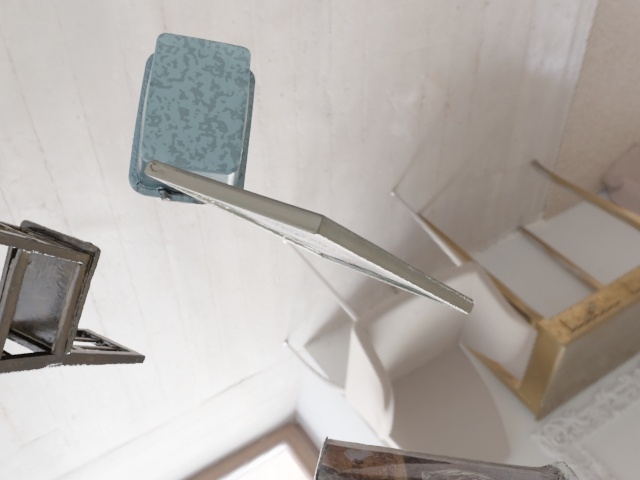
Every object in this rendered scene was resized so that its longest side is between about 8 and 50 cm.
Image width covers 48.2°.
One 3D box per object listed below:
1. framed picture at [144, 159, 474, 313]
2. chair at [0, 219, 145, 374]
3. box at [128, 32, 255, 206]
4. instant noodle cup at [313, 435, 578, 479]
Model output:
[{"bbox_3d":[0.000,0.000,0.744,0.315,0.231,0.024,26,86,-51],"label":"framed picture"},{"bbox_3d":[-0.481,0.089,1.256,0.416,0.203,0.241,10,95,-62],"label":"chair"},{"bbox_3d":[-0.174,-0.168,0.992,0.162,0.227,0.130,8,166,-11],"label":"box"},{"bbox_3d":[0.084,0.267,0.581,0.207,0.217,0.218,11,128,5],"label":"instant noodle cup"}]
